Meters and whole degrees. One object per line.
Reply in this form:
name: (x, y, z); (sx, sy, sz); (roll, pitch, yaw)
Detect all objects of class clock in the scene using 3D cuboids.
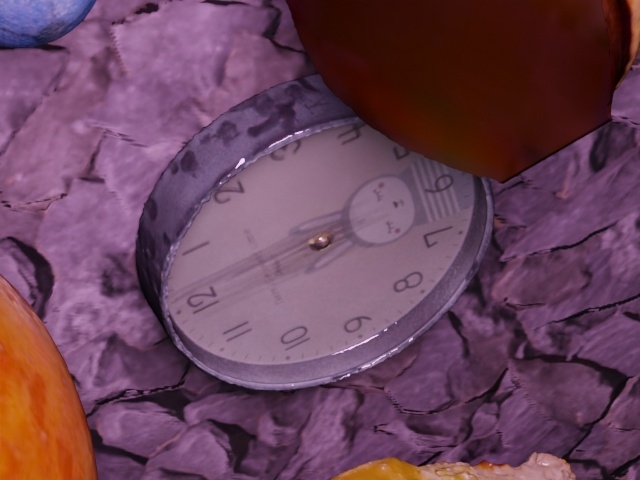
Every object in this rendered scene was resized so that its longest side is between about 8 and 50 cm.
clock: (0.000, 0.000, 1.017); (0.214, 0.042, 0.215); (-14, 135, -15)

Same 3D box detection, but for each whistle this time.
whistle: (-0.122, -0.130, 0.806); (0.157, 0.090, 0.090); (0, 129, -29)

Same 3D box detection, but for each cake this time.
cake: (0.095, -0.157, 0.842); (0.178, 0.185, 0.208); (-44, 127, -40)

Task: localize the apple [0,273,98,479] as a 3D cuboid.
apple: (-0.303, 0.149, 0.778); (0.400, 0.334, 0.400); (-7, 131, -8)

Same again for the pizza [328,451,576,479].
pizza: (0.020, 0.240, 1.215); (0.323, 0.089, 0.223); (-45, 142, 13)
